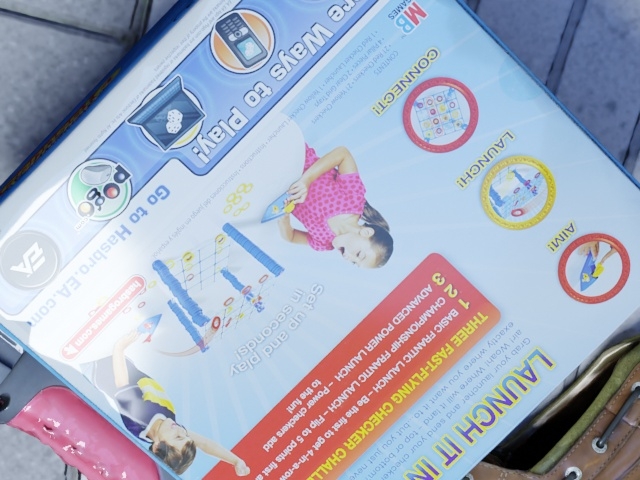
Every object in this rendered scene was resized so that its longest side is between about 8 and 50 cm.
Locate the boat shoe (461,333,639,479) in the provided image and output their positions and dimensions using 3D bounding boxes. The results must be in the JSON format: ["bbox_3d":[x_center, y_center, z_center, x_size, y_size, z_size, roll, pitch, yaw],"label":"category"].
[{"bbox_3d":[0.122,0.179,1.063,0.307,0.111,0.104,-37,102,-6],"label":"boat shoe"}]

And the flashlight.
[{"bbox_3d":[-0.135,0.148,1.021,0.304,0.103,0.103,39,100,-15],"label":"flashlight"}]

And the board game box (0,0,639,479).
[{"bbox_3d":[0.000,0.000,0.923,0.308,0.086,0.302,-44,105,6],"label":"board game box"}]
